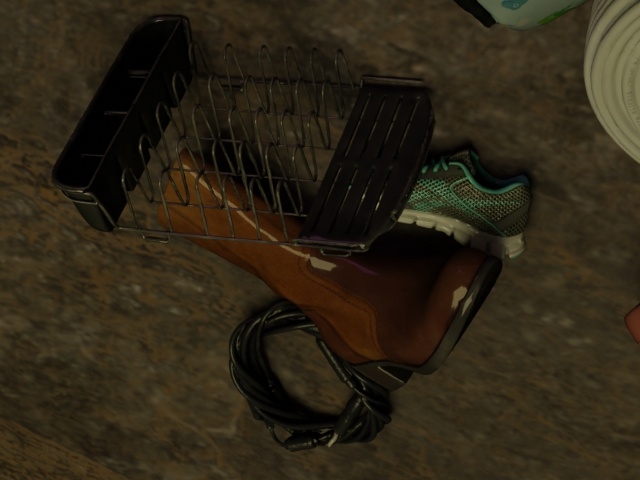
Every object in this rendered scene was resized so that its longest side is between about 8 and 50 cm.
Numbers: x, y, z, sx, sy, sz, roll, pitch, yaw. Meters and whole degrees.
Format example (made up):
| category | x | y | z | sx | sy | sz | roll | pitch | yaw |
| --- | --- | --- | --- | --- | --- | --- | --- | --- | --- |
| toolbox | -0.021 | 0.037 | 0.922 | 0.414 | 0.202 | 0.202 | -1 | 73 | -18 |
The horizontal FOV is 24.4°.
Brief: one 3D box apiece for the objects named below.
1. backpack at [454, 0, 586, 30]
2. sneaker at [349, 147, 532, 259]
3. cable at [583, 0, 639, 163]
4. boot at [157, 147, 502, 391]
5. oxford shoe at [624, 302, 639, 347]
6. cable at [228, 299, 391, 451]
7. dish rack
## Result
| category | x | y | z | sx | sy | sz | roll | pitch | yaw |
| --- | --- | --- | --- | --- | --- | --- | --- | --- | --- |
| backpack | 0.113 | -0.274 | 0.840 | 0.273 | 0.355 | 0.290 | -18 | 117 | 33 |
| sneaker | 0.102 | -0.048 | 1.239 | 0.167 | 0.065 | 0.076 | 20 | 116 | 5 |
| cable | 0.311 | -0.125 | 1.018 | 0.257 | 0.089 | 0.257 | 22 | 146 | -6 |
| boot | 0.000 | 0.000 | 1.272 | 0.280 | 0.096 | 0.264 | 37 | 162 | -3 |
| oxford shoe | 0.390 | 0.049 | 1.107 | 0.348 | 0.123 | 0.130 | -35 | 70 | 49 |
| cable | -0.011 | 0.136 | 1.438 | 0.151 | 0.047 | 0.184 | 1 | 126 | 24 |
| dish rack | -0.052 | -0.082 | 1.180 | 0.272 | 0.208 | 0.074 | 6 | 141 | 20 |
